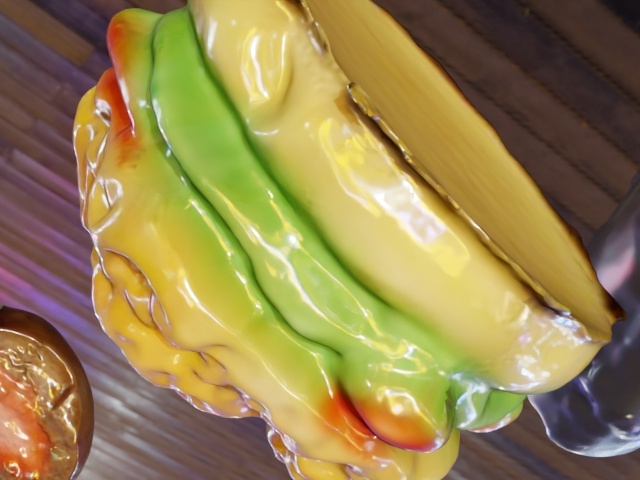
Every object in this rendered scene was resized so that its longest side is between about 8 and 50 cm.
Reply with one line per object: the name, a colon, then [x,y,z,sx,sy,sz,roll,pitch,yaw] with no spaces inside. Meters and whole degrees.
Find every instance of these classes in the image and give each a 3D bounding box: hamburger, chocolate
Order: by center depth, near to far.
hamburger: [0.000,0.000,0.441,0.149,0.237,0.237,-40,118,15]
chocolate: [-0.220,0.119,0.760,0.124,0.127,0.133,-17,102,32]

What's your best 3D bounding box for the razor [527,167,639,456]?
razor: [0.207,-0.033,0.505,0.107,0.189,0.327,39,142,19]
